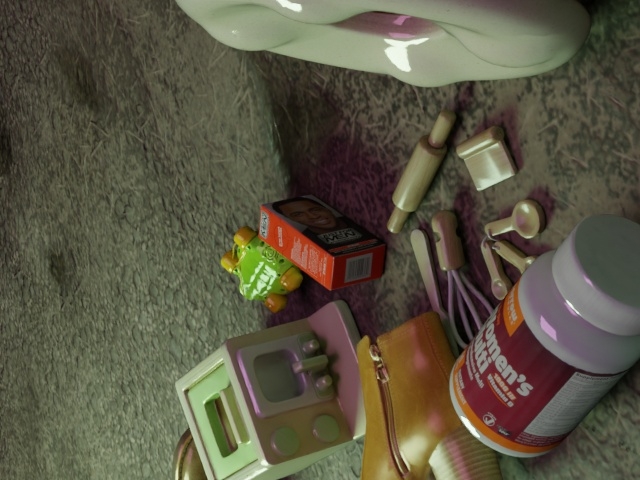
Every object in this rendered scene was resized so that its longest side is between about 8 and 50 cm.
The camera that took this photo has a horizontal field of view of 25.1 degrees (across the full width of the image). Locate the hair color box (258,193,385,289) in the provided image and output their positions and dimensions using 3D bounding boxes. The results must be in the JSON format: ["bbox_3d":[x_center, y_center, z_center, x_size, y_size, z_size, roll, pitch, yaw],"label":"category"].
[{"bbox_3d":[0.000,0.000,1.553,0.141,0.072,0.043,34,128,46],"label":"hair color box"}]

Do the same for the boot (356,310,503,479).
[{"bbox_3d":[0.077,0.208,1.491,0.295,0.104,0.211,-45,59,50],"label":"boot"}]

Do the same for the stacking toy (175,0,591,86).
[{"bbox_3d":[0.077,-0.386,1.192,0.351,0.351,0.480,5,85,55],"label":"stacking toy"}]

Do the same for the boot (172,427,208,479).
[{"bbox_3d":[-0.098,0.355,1.777,0.115,0.112,0.305,18,130,44],"label":"boot"}]

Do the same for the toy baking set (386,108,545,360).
[{"bbox_3d":[0.132,0.004,1.396,0.196,0.030,0.256,58,142,26],"label":"toy baking set"}]

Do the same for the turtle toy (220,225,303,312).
[{"bbox_3d":[-0.060,0.031,1.655,0.095,0.066,0.130,43,141,8],"label":"turtle toy"}]

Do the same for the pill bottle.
[{"bbox_3d":[0.207,0.083,1.229,0.121,0.121,0.221,59,142,26],"label":"pill bottle"}]

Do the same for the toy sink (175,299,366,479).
[{"bbox_3d":[-0.053,0.184,1.636,0.234,0.131,0.152,-37,70,54],"label":"toy sink"}]
